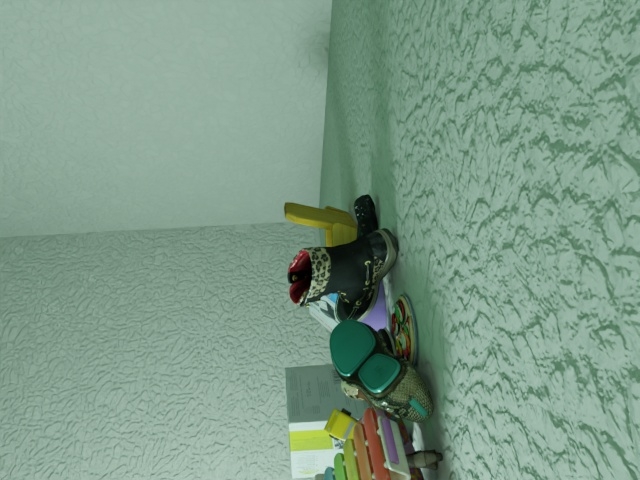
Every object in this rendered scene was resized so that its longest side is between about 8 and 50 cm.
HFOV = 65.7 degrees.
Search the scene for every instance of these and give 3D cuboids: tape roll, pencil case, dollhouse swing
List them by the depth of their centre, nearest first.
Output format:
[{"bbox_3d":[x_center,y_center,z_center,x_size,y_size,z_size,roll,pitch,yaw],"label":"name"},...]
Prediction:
[{"bbox_3d":[0.182,0.552,1.189,0.124,0.124,0.284,92,162,-51],"label":"pencil case"},{"bbox_3d":[0.156,0.228,1.715,0.275,0.090,0.275,178,90,-85],"label":"tape roll"},{"bbox_3d":[0.000,0.000,2.180,0.347,0.305,0.315,-111,19,-72],"label":"dollhouse swing"}]

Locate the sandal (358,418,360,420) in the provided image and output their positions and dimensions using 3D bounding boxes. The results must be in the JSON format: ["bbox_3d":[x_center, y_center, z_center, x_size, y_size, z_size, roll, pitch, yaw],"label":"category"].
[{"bbox_3d":[0.168,0.789,1.861,0.138,0.126,0.317,-94,11,-59],"label":"sandal"}]

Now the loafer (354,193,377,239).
[{"bbox_3d":[0.160,-0.045,1.658,0.078,0.076,0.223,-37,-55,-51],"label":"loafer"}]

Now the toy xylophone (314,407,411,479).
[{"bbox_3d":[0.100,0.542,1.093,0.323,0.081,0.236,-60,26,26],"label":"toy xylophone"}]

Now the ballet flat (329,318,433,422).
[{"bbox_3d":[0.153,0.351,1.307,0.182,0.164,0.483,47,173,-14],"label":"ballet flat"}]

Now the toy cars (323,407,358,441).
[{"bbox_3d":[0.134,0.736,1.663,0.087,0.176,0.394,8,115,61],"label":"toy cars"}]

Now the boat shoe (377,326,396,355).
[{"bbox_3d":[0.190,0.366,1.473,0.084,0.079,0.233,90,176,-55],"label":"boat shoe"}]

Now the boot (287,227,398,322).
[{"bbox_3d":[0.040,0.130,1.436,0.138,0.284,0.377,59,142,31],"label":"boot"}]

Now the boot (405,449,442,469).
[{"bbox_3d":[0.220,0.491,1.109,0.118,0.087,0.042,94,171,-56],"label":"boot"}]

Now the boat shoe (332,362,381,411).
[{"bbox_3d":[0.132,0.478,1.645,0.123,0.116,0.324,55,179,-29],"label":"boat shoe"}]

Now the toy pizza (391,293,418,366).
[{"bbox_3d":[0.217,0.243,1.315,0.201,0.032,0.201,177,90,-86],"label":"toy pizza"}]

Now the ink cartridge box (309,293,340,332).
[{"bbox_3d":[0.050,0.224,1.999,0.223,0.129,0.307,35,148,39],"label":"ink cartridge box"}]

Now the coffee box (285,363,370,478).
[{"bbox_3d":[0.026,0.777,2.160,0.338,0.338,0.334,-101,9,-62],"label":"coffee box"}]
